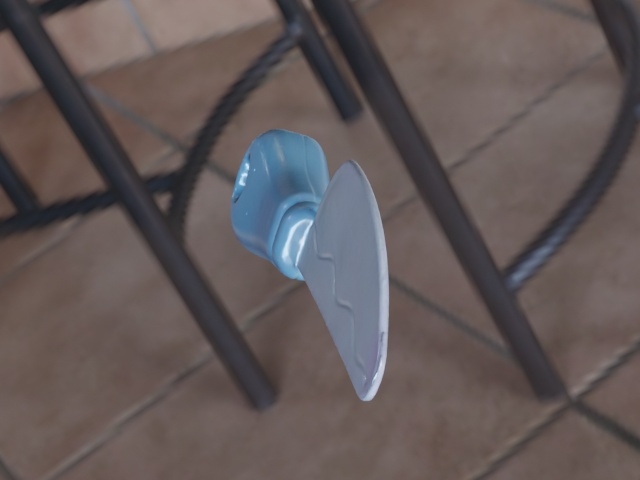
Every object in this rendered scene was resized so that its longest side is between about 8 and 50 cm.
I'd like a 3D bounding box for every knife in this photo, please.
[{"bbox_3d":[0.001,-0.002,0.663,0.244,0.032,0.058,-132,63,-75],"label":"knife"}]
